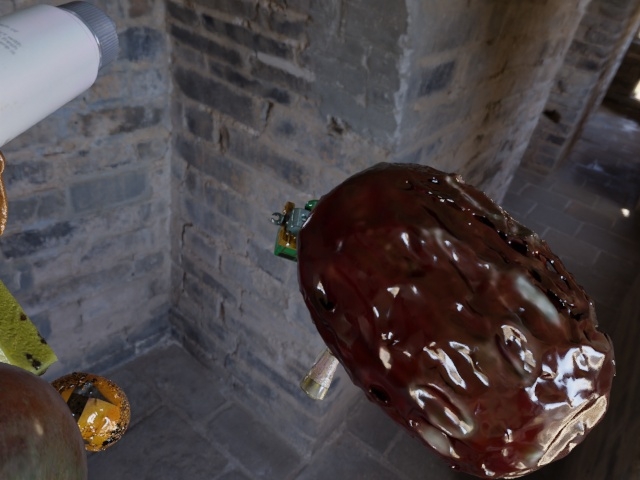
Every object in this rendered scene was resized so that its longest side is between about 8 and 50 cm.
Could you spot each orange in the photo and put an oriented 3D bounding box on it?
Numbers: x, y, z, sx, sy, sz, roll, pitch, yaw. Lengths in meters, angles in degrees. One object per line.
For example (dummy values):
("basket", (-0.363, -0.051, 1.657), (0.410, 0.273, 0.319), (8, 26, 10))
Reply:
("orange", (-0.615, 0.446, 1.271), (0.234, 0.234, 0.183), (6, 55, -10))

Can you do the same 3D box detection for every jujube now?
("jujube", (0.124, 0.062, 0.547), (0.258, 0.259, 0.377), (-6, 36, -27))

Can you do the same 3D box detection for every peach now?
("peach", (-0.353, 0.239, 0.473), (0.252, 0.253, 0.252), (9, 32, -5))

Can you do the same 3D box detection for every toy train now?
("toy train", (0.000, 0.000, 0.954), (0.227, 0.136, 0.091), (20, 58, -22))

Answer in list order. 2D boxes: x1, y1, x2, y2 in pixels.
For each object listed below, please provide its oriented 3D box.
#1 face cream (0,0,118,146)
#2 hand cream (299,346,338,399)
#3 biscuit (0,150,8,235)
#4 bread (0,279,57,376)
("face cream", (-0.277, -0.161, 0.455), (0.092, 0.092, 0.312), (14, 40, 3))
("hand cream", (0.021, 0.366, 1.448), (0.083, 0.203, 0.084), (31, 0, 0))
("biscuit", (-0.620, -0.124, 0.821), (0.183, 0.280, 0.043), (-30, 40, -16))
("bread", (-0.810, 0.189, 1.210), (0.361, 0.077, 0.138), (53, 8, 2))
